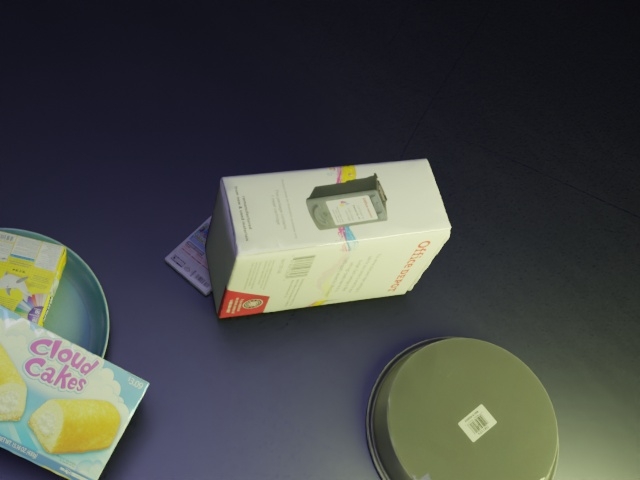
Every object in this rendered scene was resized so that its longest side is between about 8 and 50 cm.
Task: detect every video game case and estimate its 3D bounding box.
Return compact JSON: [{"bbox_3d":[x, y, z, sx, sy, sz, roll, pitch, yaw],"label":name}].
[{"bbox_3d":[-0.167,0.018,1.326,0.087,0.011,0.122,39,63,11],"label":"video game case"}]

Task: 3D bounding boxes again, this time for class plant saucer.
[{"bbox_3d":[-0.457,0.131,1.198,0.317,0.044,0.318,4,61,-8],"label":"plant saucer"}]

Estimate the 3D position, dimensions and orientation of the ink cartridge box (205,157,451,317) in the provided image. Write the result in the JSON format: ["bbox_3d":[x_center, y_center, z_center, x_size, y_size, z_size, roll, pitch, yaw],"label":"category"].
[{"bbox_3d":[0.000,0.000,1.239,0.306,0.226,0.131,-8,65,-18],"label":"ink cartridge box"}]

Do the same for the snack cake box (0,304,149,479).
[{"bbox_3d":[-0.373,0.185,1.089,0.264,0.089,0.152,31,75,-14],"label":"snack cake box"}]

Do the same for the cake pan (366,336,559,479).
[{"bbox_3d":[0.214,0.268,1.241,0.293,0.054,0.293,4,62,-8],"label":"cake pan"}]

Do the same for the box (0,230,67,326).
[{"bbox_3d":[-0.426,0.081,1.182,0.105,0.043,0.179,14,59,-4],"label":"box"}]
